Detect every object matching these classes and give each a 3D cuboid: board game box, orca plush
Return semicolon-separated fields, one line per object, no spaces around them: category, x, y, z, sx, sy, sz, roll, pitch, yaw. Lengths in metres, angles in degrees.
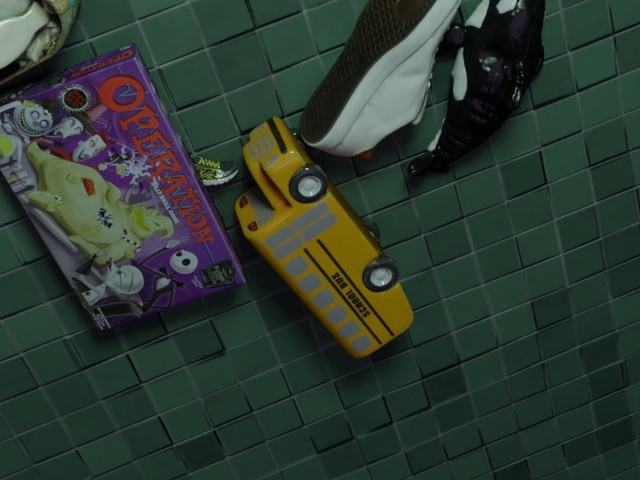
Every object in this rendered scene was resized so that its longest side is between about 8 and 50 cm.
board game box;-0.248;-0.053;1.423;0.208;0.056;0.347;-22;125;3
orca plush;0.204;-0.188;1.458;0.151;0.102;0.287;28;110;-30

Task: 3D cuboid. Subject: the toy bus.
toy bus;0.000;0.000;1.514;0.130;0.108;0.333;-34;125;8

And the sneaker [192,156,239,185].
sneaker;-0.143;-0.088;1.458;0.083;0.031;0.035;-15;124;-8

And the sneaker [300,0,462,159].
sneaker;0.099;-0.220;1.419;0.123;0.106;0.290;18;122;-39

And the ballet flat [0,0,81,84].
ballet flat;-0.412;-0.185;1.263;0.348;0.123;0.123;-30;125;3
